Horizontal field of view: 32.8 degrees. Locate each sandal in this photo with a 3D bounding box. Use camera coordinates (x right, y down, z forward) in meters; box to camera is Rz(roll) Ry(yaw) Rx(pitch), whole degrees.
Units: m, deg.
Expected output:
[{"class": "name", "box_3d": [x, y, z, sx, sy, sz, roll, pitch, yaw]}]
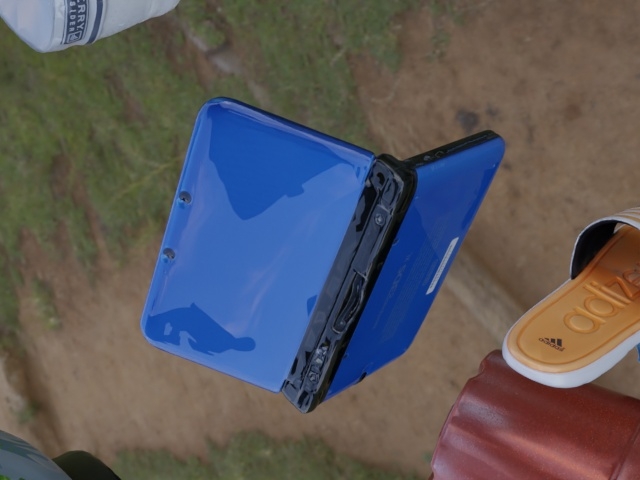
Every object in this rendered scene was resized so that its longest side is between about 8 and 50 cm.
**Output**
[{"class": "sandal", "box_3d": [0.242, 0.028, 0.865, 0.102, 0.265, 0.076, 28, 130, 30]}]

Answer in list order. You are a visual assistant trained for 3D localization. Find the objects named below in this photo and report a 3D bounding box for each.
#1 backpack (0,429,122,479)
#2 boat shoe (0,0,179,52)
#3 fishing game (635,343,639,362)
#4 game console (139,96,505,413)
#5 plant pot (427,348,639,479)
[{"class": "backpack", "box_3d": [-0.281, 0.206, 0.629, 0.290, 0.355, 0.273, 9, 107, 61]}, {"class": "boat shoe", "box_3d": [-0.213, -0.272, 0.861, 0.367, 0.156, 0.136, 42, 138, 40]}, {"class": "fishing game", "box_3d": [0.478, 0.089, 1.405, 0.041, 0.189, 0.264, 33, 178, 46]}, {"class": "game console", "box_3d": [0.000, 0.000, 1.033, 0.173, 0.250, 0.293, 41, 130, 24]}, {"class": "plant pot", "box_3d": [0.286, 0.273, 1.295, 0.265, 0.272, 0.272, 24, 133, 22]}]
